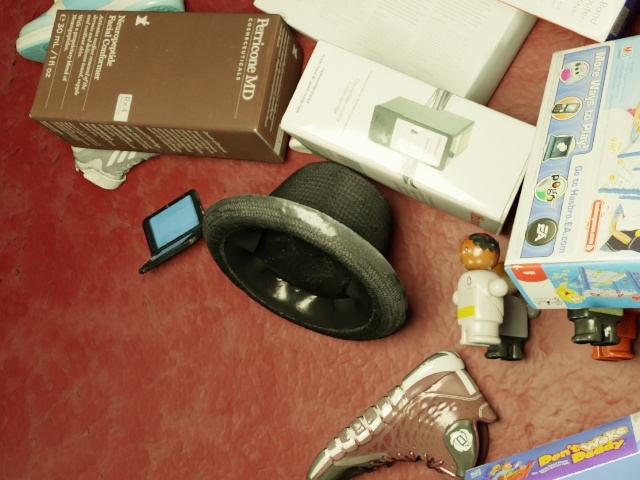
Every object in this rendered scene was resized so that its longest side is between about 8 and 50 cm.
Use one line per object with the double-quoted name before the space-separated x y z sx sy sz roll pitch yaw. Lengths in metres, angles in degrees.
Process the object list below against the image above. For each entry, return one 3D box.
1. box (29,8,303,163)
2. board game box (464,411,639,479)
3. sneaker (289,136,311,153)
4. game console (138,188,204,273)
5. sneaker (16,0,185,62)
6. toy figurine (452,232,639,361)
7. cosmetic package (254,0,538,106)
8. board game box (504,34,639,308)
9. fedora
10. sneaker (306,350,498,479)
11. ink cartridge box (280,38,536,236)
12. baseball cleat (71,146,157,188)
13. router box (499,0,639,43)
"box" -0.235 -0.239 1.234 0.381 0.143 0.191 5 77 15
"board game box" 0.342 0.385 0.894 0.233 0.078 0.347 -26 98 21
"sneaker" 0.022 -0.176 1.193 0.158 0.061 0.064 -7 74 24
"game console" -0.249 -0.015 1.302 0.122 0.107 0.071 -30 101 21
"sneaker" -0.393 -0.439 1.386 0.319 0.127 0.208 -14 81 14
"toy figurine" 0.272 0.062 0.964 0.210 0.213 0.148 -5 73 28
"cosmetic package" 0.127 -0.377 1.140 0.377 0.097 0.284 35 102 24
"board game box" 0.366 -0.082 0.794 0.302 0.086 0.308 -3 53 36
"fedora" 0.000 0.000 1.091 0.334 0.334 0.152 18 62 26
"sneaker" 0.118 0.291 1.074 0.281 0.106 0.162 -45 71 15
"ink cartridge box" 0.121 -0.123 1.021 0.289 0.211 0.121 25 91 11
"baseball cleat" -0.326 -0.141 1.361 0.206 0.072 0.109 5 112 20
"router box" 0.284 -0.441 0.940 0.301 0.082 0.335 31 111 24
